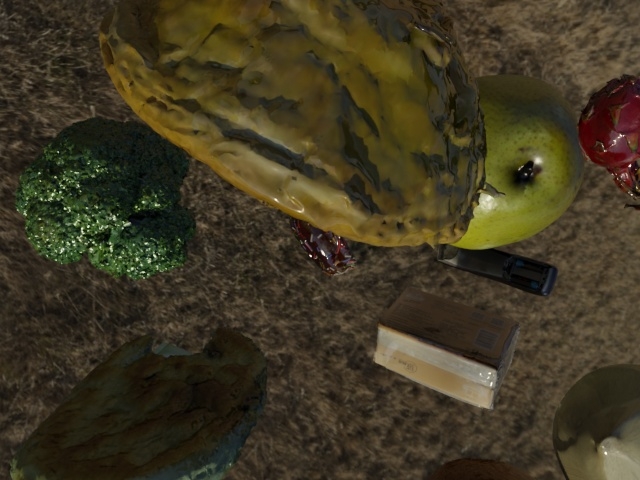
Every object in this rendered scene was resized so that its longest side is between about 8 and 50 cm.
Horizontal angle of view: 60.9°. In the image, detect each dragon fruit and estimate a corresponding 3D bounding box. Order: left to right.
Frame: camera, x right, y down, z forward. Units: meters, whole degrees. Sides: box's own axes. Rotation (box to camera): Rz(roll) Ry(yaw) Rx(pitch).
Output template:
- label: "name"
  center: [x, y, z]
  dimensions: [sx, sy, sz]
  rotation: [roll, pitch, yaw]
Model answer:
- label: "dragon fruit"
  center: [0.382, -0.112, 0.693]
  dimensions: [0.094, 0.094, 0.191]
  rotation: [-36, 119, -26]

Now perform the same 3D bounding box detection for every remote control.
- label: "remote control"
  center: [0.301, 0.040, 0.947]
  dimensions: [0.028, 0.212, 0.059]
  rotation: [14, 93, -52]

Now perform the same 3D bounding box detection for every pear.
- label: "pear"
  center: [0.278, -0.122, 0.876]
  dimensions: [0.294, 0.294, 0.294]
  rotation: [-12, 109, -37]

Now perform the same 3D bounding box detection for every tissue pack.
- label: "tissue pack"
  center: [0.311, 0.288, 1.374]
  dimensions: [0.238, 0.305, 0.239]
  rotation: [-42, 141, -47]

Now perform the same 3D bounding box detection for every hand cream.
- label: "hand cream"
  center: [-0.276, 0.282, 1.209]
  dimensions: [0.078, 0.204, 0.050]
  rotation: [-52, 164, -69]

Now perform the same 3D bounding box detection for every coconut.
- label: "coconut"
  center: [0.411, 0.266, 0.696]
  dimensions: [0.224, 0.224, 0.224]
  rotation: [-12, 109, -37]

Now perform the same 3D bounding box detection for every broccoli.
- label: "broccoli"
  center: [-0.442, -0.101, 1.147]
  dimensions: [0.310, 0.413, 0.321]
  rotation: [20, 87, -77]

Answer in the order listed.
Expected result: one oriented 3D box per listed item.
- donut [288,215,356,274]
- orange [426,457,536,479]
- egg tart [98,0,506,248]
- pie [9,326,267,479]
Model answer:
- label: "donut"
  center: [0.000, 0.000, 1.471]
  dimensions: [0.089, 0.235, 0.235]
  rotation: [-37, 123, -10]
- label: "orange"
  center: [0.240, 0.447, 0.758]
  dimensions: [0.264, 0.264, 0.264]
  rotation: [-12, 109, -37]
- label: "egg tart"
  center: [0.016, -0.145, 0.429]
  dimensions: [0.153, 0.339, 0.351]
  rotation: [-55, 177, 37]
- label: "pie"
  center: [-0.198, 0.199, 0.621]
  dimensions: [0.302, 0.302, 0.067]
  rotation: [-25, 115, -32]
